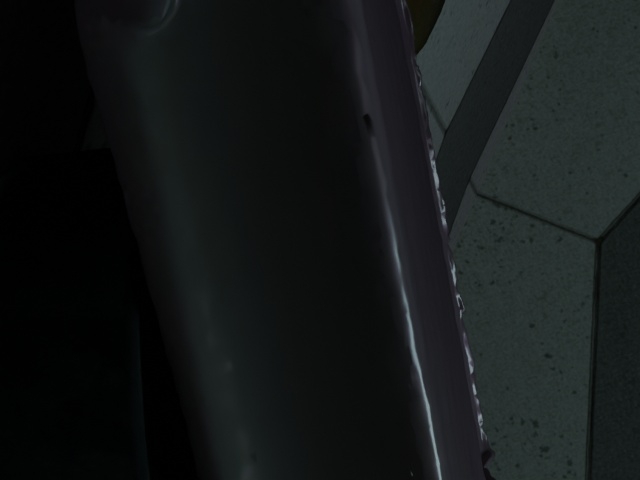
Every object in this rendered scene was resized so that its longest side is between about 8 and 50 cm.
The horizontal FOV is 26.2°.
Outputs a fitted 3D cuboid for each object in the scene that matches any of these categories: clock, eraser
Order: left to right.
[{"bbox_3d":[-0.068,0.135,0.690,0.386,0.076,0.386,-11,90,-82],"label":"clock"},{"bbox_3d":[0.000,0.000,0.660,0.272,0.122,0.359,-65,143,-71],"label":"eraser"}]

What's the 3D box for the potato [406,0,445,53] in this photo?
[{"bbox_3d":[0.040,-0.198,0.961,0.299,0.116,0.239,48,60,-78],"label":"potato"}]
